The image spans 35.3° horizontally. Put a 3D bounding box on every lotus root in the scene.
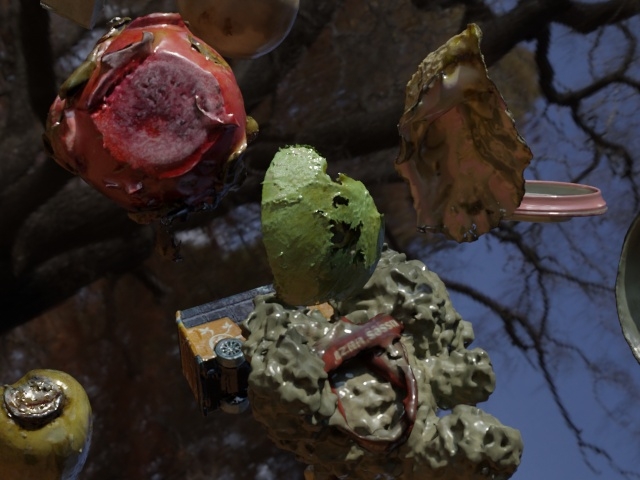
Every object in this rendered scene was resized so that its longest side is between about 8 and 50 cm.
[{"bbox_3d":[-0.360,0.261,1.249,0.154,0.154,0.278,52,-37,16],"label":"lotus root"}]

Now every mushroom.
[{"bbox_3d":[-0.105,-0.379,1.497,0.207,0.215,0.207,15,-62,30],"label":"mushroom"}]

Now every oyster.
[{"bbox_3d":[0.128,-0.093,0.960,0.133,0.072,0.209,-21,-56,18],"label":"oyster"}]

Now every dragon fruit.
[{"bbox_3d":[-0.213,-0.148,1.295,0.269,0.250,0.291,42,-10,-10],"label":"dragon fruit"}]

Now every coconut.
[{"bbox_3d":[0.004,0.000,0.906,0.158,0.133,0.055,33,-11,-36],"label":"coconut"}]

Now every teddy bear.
[{"bbox_3d":[0.075,0.133,1.281,0.357,0.367,0.224,21,-39,-11],"label":"teddy bear"}]

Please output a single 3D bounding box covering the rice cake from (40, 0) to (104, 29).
[{"bbox_3d":[-0.319,-0.385,1.357,0.085,0.040,0.226,28,-42,-6],"label":"rice cake"}]

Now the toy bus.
[{"bbox_3d":[-0.116,0.200,1.998,0.194,0.323,0.162,50,-31,46],"label":"toy bus"}]

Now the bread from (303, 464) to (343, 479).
[{"bbox_3d":[0.019,0.310,1.323,0.035,0.083,0.070,2,-68,54],"label":"bread"}]

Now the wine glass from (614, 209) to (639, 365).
[{"bbox_3d":[0.553,0.073,1.171,0.267,0.406,0.267,-10,-104,41],"label":"wine glass"}]

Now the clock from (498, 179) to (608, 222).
[{"bbox_3d":[0.365,-0.064,1.718,0.244,0.244,0.056,14,-73,52],"label":"clock"}]
